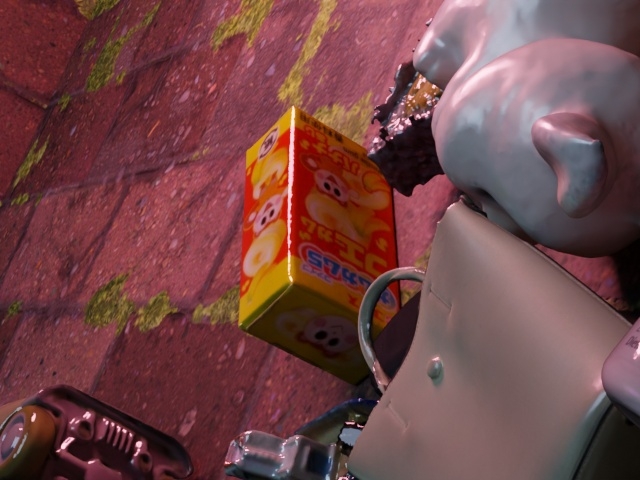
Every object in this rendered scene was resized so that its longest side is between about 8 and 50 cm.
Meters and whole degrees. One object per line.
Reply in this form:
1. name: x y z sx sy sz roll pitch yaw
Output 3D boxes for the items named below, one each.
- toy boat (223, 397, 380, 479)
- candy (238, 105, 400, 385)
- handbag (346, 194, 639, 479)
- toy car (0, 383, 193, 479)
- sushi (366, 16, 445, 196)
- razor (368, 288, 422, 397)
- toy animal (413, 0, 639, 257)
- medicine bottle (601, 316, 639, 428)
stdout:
1. toy boat: 0.000 0.197 1.155 0.262 0.115 0.114 -28 41 48
2. candy: 0.000 0.000 1.330 0.088 0.146 0.276 -42 29 33
3. handbag: 0.104 0.107 0.938 0.315 0.109 0.241 36 111 45
4. toy car: -0.301 0.350 1.408 0.226 0.242 0.336 -28 39 45
5. sushi: 0.153 -0.145 1.234 0.241 0.107 0.161 -56 23 -2
6. razor: 0.101 0.082 1.161 0.148 0.054 0.090 -41 28 34
7. toy animal: 0.206 -0.104 0.980 0.241 0.196 0.368 -53 22 34
8. medicine bottle: 0.301 0.015 0.721 0.289 0.157 0.157 -51 26 -1
